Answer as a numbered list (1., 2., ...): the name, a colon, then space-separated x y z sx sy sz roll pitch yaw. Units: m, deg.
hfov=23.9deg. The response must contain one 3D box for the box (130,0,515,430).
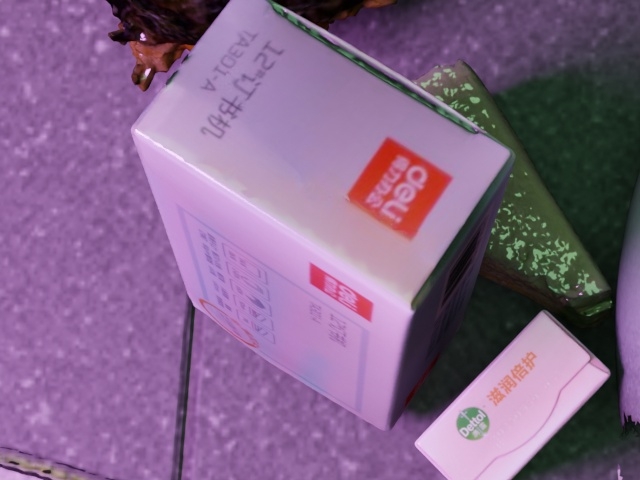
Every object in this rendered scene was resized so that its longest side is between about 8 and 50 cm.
1. box: 0.000 0.000 0.685 0.135 0.269 0.079 33 76 10

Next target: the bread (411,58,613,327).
1. bread: 0.064 -0.004 0.760 0.105 0.077 0.152 -30 71 1

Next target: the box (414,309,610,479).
1. box: 0.095 0.081 0.734 0.043 0.125 0.089 44 91 10

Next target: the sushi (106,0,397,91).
1. sushi: 0.007 -0.252 0.743 0.348 0.207 0.234 -32 63 -6

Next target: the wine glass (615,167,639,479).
1. wine glass: 0.236 -0.057 0.698 0.190 0.190 0.357 4 83 9
